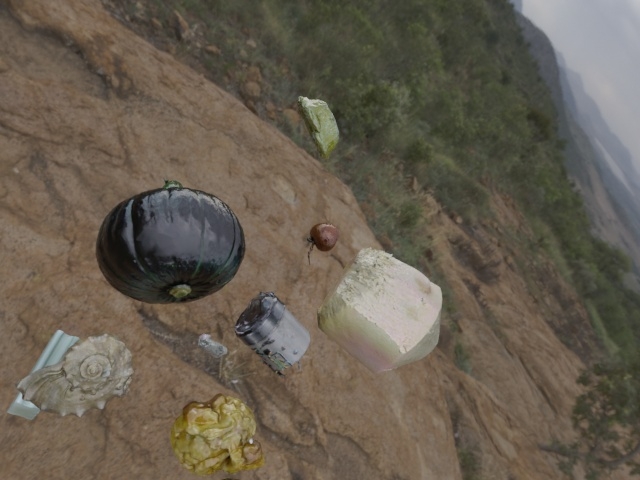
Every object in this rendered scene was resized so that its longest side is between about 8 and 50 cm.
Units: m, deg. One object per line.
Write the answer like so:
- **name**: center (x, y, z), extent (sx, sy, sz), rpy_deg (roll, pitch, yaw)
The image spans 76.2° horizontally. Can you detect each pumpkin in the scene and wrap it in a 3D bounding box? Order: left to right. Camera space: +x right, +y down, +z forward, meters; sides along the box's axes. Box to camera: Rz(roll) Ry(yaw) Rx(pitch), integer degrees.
- **pumpkin**: center (-0.267, -0.014, 0.738), extent (0.248, 0.248, 0.248), rpy_deg (30, 41, -29)

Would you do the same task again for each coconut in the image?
- **coconut**: center (0.174, 0.193, 1.092), extent (0.309, 0.297, 0.297), rpy_deg (33, 36, 2)

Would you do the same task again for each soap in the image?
- **soap**: center (-0.973, 0.471, 1.441), extent (0.087, 0.159, 0.265), rpy_deg (33, 42, -25)

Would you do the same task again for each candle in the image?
- **candle**: center (-0.134, 0.339, 1.383), extent (0.330, 0.187, 0.187), rpy_deg (51, 33, -22)

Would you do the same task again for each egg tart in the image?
- **egg tart**: center (-0.002, -0.336, 1.207), extent (0.197, 0.078, 0.197), rpy_deg (157, -90, -87)

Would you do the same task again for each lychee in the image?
- **lychee**: center (0.006, -0.003, 1.461), extent (0.140, 0.101, 0.114), rpy_deg (-37, 100, -35)

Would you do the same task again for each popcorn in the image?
- **popcorn**: center (-0.324, 0.646, 1.346), extent (0.332, 0.225, 0.265), rpy_deg (14, 22, 20)

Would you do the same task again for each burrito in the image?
- **burrito**: center (-0.459, 0.452, 1.738), extent (0.203, 0.064, 0.064), rpy_deg (68, 12, -53)

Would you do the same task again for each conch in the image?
- **conch**: center (-0.721, 0.425, 1.221), extent (0.297, 0.352, 0.210), rpy_deg (-13, 66, -36)

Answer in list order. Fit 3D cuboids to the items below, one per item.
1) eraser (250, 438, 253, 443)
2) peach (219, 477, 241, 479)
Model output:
- **eraser**: center (-0.426, 0.862, 1.828), extent (0.298, 0.078, 0.076), rpy_deg (47, 67, -28)
- **peach**: center (-0.291, 0.863, 1.253), extent (0.231, 0.231, 0.231), rpy_deg (30, 41, -29)
